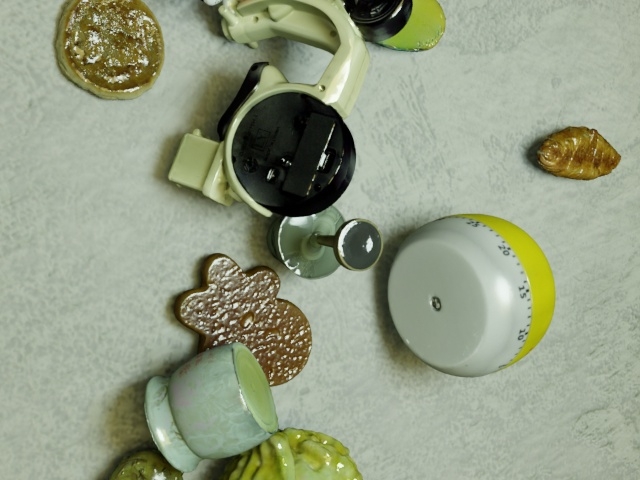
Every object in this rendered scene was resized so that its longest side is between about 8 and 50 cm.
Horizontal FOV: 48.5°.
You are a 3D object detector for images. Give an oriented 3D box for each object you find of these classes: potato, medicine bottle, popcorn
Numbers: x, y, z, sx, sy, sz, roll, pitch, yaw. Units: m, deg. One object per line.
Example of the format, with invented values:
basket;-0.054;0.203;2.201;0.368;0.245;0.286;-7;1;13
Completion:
potato;-0.261;0.397;0.978;0.117;0.090;0.225;28;78;-27
medicine bottle;-0.150;0.228;0.980;0.143;0.147;0.147;-24;105;7
popcorn;-0.047;0.386;1.042;0.256;0.195;0.254;-18;107;-46
potato;0.113;-0.374;1.181;0.198;0.054;0.119;-2;97;-24

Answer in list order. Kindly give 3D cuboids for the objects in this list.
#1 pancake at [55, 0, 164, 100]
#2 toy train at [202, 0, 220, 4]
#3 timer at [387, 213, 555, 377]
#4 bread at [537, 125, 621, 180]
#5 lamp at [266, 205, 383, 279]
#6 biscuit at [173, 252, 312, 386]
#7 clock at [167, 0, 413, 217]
pancake;-0.286;-0.270;0.978;0.158;0.028;0.158;0;89;-27
toy train;-0.196;-0.393;0.948;0.204;0.082;0.131;36;73;6
timer;0.276;0.078;1.177;0.285;0.285;0.285;-1;92;-29
bread;0.489;-0.171;1.380;0.233;0.076;0.104;-1;104;-36
lamp;0.000;0.000;1.038;0.121;0.215;0.121;-2;94;-27
biscuit;-0.110;0.128;1.081;0.236;0.039;0.179;44;71;-23
clock;-0.047;-0.221;0.994;0.120;0.277;0.378;36;71;-71
